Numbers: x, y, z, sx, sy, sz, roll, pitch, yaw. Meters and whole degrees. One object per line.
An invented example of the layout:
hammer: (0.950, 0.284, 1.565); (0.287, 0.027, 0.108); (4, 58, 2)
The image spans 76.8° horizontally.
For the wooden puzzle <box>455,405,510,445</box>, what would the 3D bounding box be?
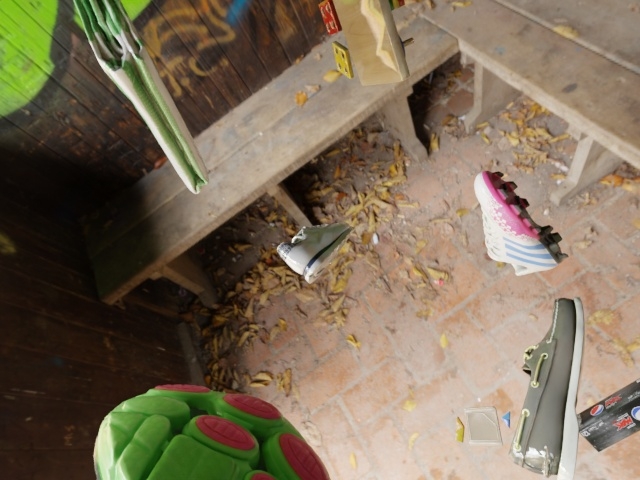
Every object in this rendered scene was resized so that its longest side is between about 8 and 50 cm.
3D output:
wooden puzzle: (0.329, 0.377, 0.820); (0.116, 0.014, 0.079); (-15, 64, 40)

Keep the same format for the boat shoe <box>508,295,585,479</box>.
boat shoe: (0.382, 0.227, 0.672); (0.091, 0.109, 0.305); (4, 59, 33)

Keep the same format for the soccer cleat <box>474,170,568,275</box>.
soccer cleat: (0.414, -0.018, 0.901); (0.143, 0.331, 0.116); (-32, 34, 37)

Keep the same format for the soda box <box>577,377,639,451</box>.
soda box: (0.597, 0.343, 0.800); (0.060, 0.053, 0.169); (47, 114, 9)

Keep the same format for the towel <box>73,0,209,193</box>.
towel: (-0.225, -0.230, 0.453); (0.038, 0.248, 0.325); (-28, 75, -9)

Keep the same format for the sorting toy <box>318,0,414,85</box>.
sorting toy: (0.073, -0.280, 0.534); (0.046, 0.132, 0.274); (-27, 23, -7)

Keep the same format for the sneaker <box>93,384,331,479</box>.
sneaker: (-0.030, 0.308, 0.315); (0.482, 0.185, 0.202); (36, 103, 23)

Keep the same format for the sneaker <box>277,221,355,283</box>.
sneaker: (0.000, 0.000, 0.872); (0.094, 0.235, 0.090); (33, 118, 11)
